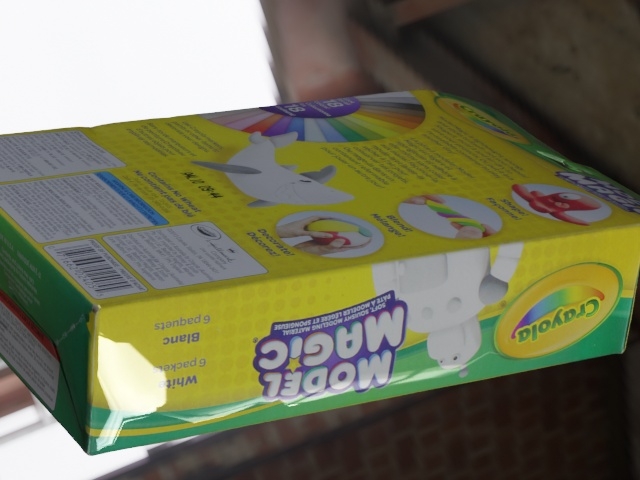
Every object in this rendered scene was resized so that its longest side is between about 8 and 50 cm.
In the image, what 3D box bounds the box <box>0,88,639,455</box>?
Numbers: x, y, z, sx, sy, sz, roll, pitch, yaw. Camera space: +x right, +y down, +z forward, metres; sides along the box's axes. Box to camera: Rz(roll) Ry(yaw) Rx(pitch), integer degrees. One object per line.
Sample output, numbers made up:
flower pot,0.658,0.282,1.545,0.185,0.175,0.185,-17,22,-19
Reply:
box,0.000,0.000,0.515,0.105,0.179,0.043,38,-50,50
